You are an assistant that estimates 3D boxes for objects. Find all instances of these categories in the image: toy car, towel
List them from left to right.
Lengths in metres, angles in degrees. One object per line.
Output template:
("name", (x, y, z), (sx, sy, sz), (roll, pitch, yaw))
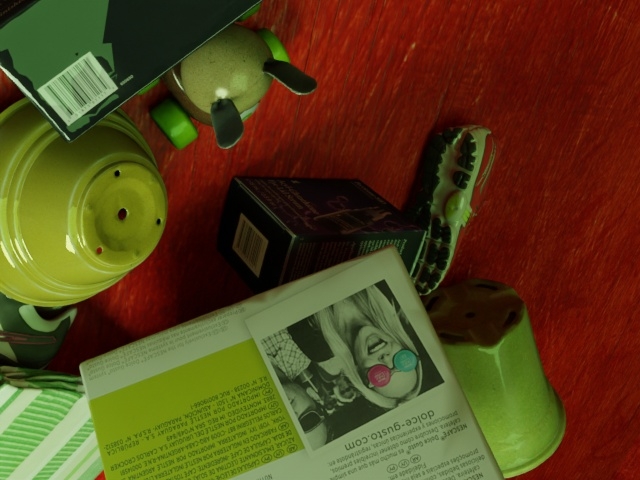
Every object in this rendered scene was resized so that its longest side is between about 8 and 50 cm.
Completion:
("towel", (-0.330, 0.244, 0.772), (0.248, 0.038, 0.325), (-47, 159, 1))
("toy car", (-0.084, -0.151, 0.639), (0.155, 0.188, 0.149), (-39, 136, -8))

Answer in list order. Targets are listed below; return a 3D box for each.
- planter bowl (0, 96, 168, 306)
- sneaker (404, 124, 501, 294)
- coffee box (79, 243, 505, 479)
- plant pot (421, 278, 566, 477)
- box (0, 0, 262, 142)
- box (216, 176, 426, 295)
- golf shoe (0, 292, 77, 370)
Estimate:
("planter bowl", (-0.213, -0.032, 0.639), (0.217, 0.090, 0.217), (-24, 120, -51))
("sneaker", (0.199, -0.038, 1.006), (0.118, 0.107, 0.279), (-9, 128, -44))
("coffee box", (-0.016, 0.266, 0.742), (0.338, 0.334, 0.337), (-20, 156, -7))
("plant pot", (0.269, 0.215, 1.153), (0.276, 0.276, 0.254), (-27, 122, -19))
("box", (-0.150, -0.224, 0.539), (0.261, 0.184, 0.103), (-39, 134, -8))
("box", (0.000, 0.000, 0.841), (0.207, 0.153, 0.108), (-4, 122, -37))
("golf shoe", (-0.364, 0.061, 0.654), (0.120, 0.105, 0.273), (-50, 146, -6))
